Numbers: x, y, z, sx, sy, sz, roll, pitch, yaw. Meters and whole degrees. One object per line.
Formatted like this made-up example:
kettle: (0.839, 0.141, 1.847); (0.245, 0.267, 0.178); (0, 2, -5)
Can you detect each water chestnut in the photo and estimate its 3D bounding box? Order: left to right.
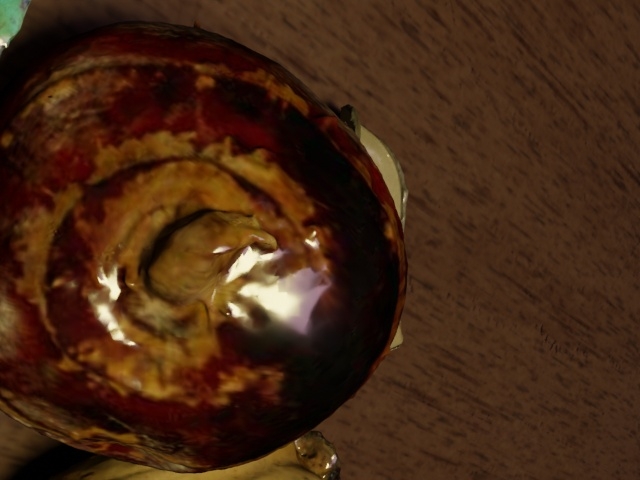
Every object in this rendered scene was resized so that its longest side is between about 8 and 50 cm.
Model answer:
water chestnut: (-0.074, 0.005, 0.563); (0.224, 0.238, 0.223); (-1, 111, -3)

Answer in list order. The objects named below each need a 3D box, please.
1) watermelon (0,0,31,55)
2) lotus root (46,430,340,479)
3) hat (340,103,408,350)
watermelon: (-0.167, -0.110, 0.438); (0.128, 0.146, 0.231); (32, 84, -47)
lotus root: (-0.090, 0.187, 0.633); (0.257, 0.140, 0.154); (-23, 76, -43)
hat: (0.000, 0.000, 0.728); (0.147, 0.085, 0.175); (43, 50, -61)
